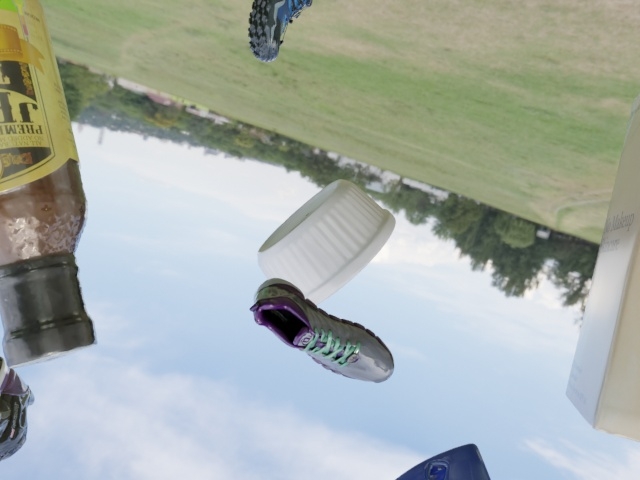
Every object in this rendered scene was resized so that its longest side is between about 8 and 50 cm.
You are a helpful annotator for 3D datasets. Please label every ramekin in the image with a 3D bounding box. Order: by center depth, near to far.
[{"bbox_3d":[0.000,0.000,1.049,0.127,0.273,0.273,49,-177,-9],"label":"ramekin"}]

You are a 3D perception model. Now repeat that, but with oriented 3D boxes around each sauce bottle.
[{"bbox_3d":[-0.263,-0.068,0.477,0.111,0.344,0.111,-17,175,-2],"label":"sauce bottle"}]

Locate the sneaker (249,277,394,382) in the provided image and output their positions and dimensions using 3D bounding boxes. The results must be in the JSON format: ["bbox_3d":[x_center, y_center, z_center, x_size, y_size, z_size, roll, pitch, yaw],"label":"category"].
[{"bbox_3d":[0.000,0.140,0.752,0.224,0.083,0.098,31,-167,-3],"label":"sneaker"}]

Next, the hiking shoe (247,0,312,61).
[{"bbox_3d":[-0.073,-0.531,1.229,0.132,0.304,0.113,13,170,-31],"label":"hiking shoe"}]

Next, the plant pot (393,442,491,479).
[{"bbox_3d":[0.171,0.483,0.847,0.212,0.236,0.236,-13,-135,0],"label":"plant pot"}]

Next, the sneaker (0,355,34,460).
[{"bbox_3d":[-0.515,0.315,0.870,0.124,0.107,0.283,60,-171,-33],"label":"sneaker"}]

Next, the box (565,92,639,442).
[{"bbox_3d":[0.320,0.015,0.485,0.121,0.311,0.148,13,179,16],"label":"box"}]
